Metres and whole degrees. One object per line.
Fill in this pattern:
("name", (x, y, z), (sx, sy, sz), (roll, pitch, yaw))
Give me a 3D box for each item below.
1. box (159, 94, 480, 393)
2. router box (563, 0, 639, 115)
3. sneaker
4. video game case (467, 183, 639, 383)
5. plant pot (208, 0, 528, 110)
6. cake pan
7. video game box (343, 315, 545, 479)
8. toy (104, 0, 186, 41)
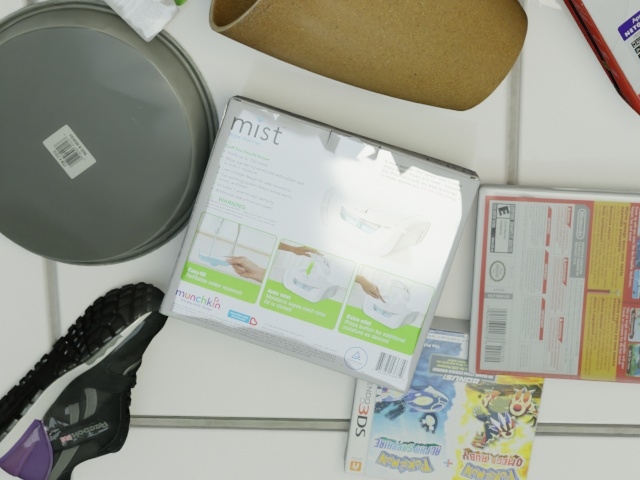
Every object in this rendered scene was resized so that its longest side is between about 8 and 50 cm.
("box", (0.000, 0.000, 1.436), (0.262, 0.127, 0.231), (17, 95, 0))
("router box", (0.358, -0.317, 1.275), (0.335, 0.082, 0.301), (-37, 125, 6))
("sneaker", (-0.243, 0.164, 1.559), (0.124, 0.107, 0.283), (39, 111, -24))
("video game case", (0.300, 0.048, 1.462), (0.285, 0.025, 0.204), (3, 105, 5))
("plant pot", (0.065, -0.236, 1.344), (0.254, 0.237, 0.237), (30, 108, -20))
("cake pan", (-0.254, -0.104, 1.483), (0.293, 0.054, 0.293), (1, 109, 4))
("video game box", (0.136, 0.178, 1.551), (0.205, 0.048, 0.187), (7, 110, 2))
("toy", (-0.209, -0.329, 1.405), (0.137, 0.056, 0.237), (-44, 106, 8))
